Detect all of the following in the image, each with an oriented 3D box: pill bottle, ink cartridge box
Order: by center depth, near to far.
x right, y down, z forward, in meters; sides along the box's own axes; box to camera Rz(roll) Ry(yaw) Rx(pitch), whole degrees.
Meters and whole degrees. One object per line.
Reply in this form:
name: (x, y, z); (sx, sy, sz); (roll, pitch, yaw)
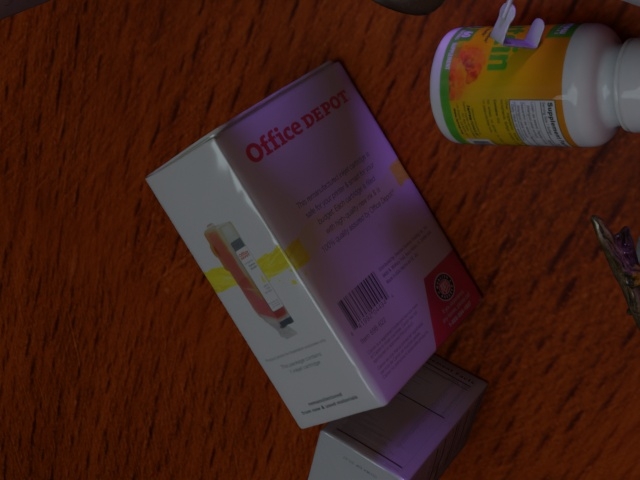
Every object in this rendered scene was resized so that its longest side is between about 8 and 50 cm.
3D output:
pill bottle: (0.259, -0.173, 1.268); (0.246, 0.136, 0.136); (5, 119, 34)
ink cartridge box: (0.000, 0.000, 1.469); (0.160, 0.279, 0.384); (-24, 100, 44)

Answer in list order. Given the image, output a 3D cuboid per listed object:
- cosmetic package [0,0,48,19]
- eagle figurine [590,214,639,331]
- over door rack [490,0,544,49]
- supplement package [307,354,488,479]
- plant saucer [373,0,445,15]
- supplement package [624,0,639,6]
cosmetic package: (-0.301, -0.500, 1.302); (0.327, 0.394, 0.329); (-32, 96, 44)
eagle figurine: (0.475, 0.029, 1.231); (0.298, 0.225, 0.226); (-22, 149, 13)
over door rack: (0.152, -0.383, 1.178); (0.239, 0.108, 0.324); (48, 141, 43)
supplement package: (0.108, 0.274, 1.577); (0.139, 0.244, 0.133); (29, 129, 21)
plant saucer: (0.048, -0.389, 1.249); (0.310, 0.050, 0.310); (55, 160, 31)
supplement package: (0.305, -0.350, 1.029); (0.149, 0.203, 0.194); (25, 168, 23)
